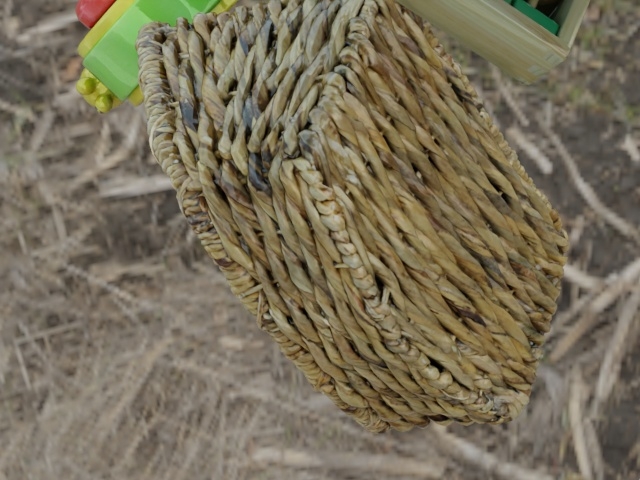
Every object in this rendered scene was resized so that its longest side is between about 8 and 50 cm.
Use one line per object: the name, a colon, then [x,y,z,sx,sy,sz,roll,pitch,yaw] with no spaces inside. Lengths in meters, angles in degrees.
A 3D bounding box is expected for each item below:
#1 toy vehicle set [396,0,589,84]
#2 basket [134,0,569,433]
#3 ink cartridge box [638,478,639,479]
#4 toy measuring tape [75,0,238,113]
toy vehicle set: [0.028,-0.211,0.722,0.267,0.035,0.166,31,61,-13]
basket: [0.000,0.000,1.023,0.223,0.299,0.213,-6,49,35]
ink cartridge box: [0.299,0.354,1.176,0.395,0.285,0.166,-43,32,-2]
toy measuring tape: [-0.089,-0.190,1.087,0.121,0.330,0.121,26,44,-28]
